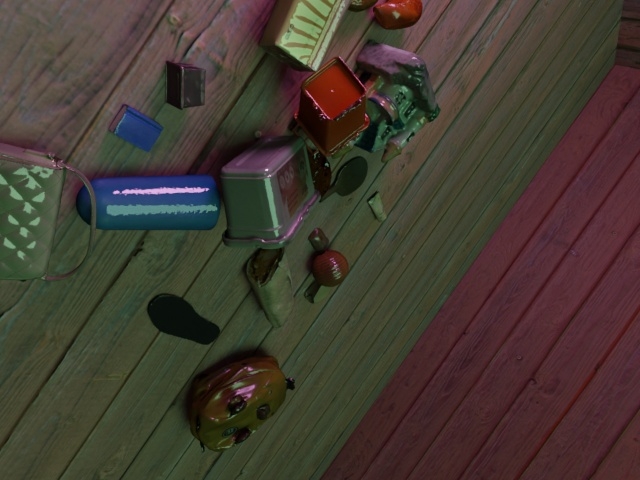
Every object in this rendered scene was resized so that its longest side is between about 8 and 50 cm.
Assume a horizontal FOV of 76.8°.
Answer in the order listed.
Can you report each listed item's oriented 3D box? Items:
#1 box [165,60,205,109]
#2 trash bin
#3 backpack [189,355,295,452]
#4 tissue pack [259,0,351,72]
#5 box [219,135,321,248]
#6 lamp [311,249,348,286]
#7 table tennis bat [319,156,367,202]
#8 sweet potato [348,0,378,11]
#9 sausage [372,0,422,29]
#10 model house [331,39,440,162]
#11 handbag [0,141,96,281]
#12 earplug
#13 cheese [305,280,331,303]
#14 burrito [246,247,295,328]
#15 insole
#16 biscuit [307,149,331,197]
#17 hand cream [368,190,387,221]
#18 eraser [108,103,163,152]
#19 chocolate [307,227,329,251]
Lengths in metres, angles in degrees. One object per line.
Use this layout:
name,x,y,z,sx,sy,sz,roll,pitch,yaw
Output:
box,-0.276,-0.319,0.831,0.063,0.060,0.085,-24,134,-46
trash bin,0.018,-0.319,0.996,0.184,0.161,0.239,-38,178,0
backpack,-0.277,0.565,1.428,0.378,0.201,0.354,-26,140,-29
tissue pack,-0.023,-0.498,0.865,0.125,0.159,0.234,21,104,-29
box,-0.122,-0.132,0.983,0.312,0.175,0.183,-62,150,-55
lamp,0.034,0.100,1.454,0.136,0.136,0.136,-29,137,-31
table tennis bat,0.078,-0.197,1.361,0.234,0.022,0.131,-36,142,-27
sweet potato,0.093,-0.605,1.016,0.182,0.053,0.054,-32,145,-28
sausage,0.217,-0.626,1.109,0.179,0.089,0.089,-30,138,-33
model house,0.162,-0.352,1.191,0.325,0.194,0.267,-51,144,1
handbag,-0.518,-0.037,0.713,0.219,0.079,0.256,13,110,-28
earplug,-0.369,-0.080,0.868,0.272,0.132,0.133,-6,123,-42
cheese,0.014,0.173,1.563,0.171,0.047,0.092,-44,146,-13
burrito,-0.155,0.144,1.304,0.143,0.105,0.299,-42,143,-32
insole,-0.393,0.240,1.189,0.110,0.012,0.309,-49,144,-8
biscuit,-0.037,-0.181,1.217,0.192,0.049,0.192,-33,140,-33
hand cream,0.226,-0.126,1.570,0.061,0.039,0.143,-44,138,-10
eraser,-0.372,-0.227,0.820,0.063,0.027,0.084,-55,144,4
chocolate,0.000,0.000,1.421,0.064,0.031,0.101,-50,143,-14
